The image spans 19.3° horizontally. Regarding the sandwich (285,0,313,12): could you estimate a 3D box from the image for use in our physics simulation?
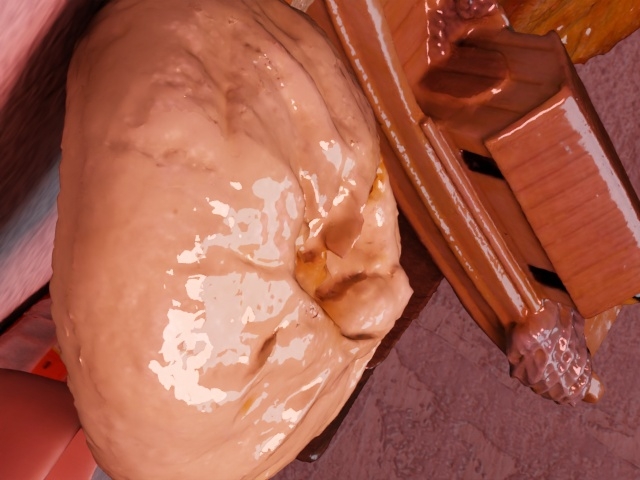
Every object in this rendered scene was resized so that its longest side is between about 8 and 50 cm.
[{"bbox_3d":[-0.014,-0.143,0.957,0.093,0.035,0.105,-56,177,27],"label":"sandwich"}]

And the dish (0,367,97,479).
[{"bbox_3d":[-0.179,0.135,0.770,0.213,0.090,0.213,-58,176,-6],"label":"dish"}]

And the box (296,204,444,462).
[{"bbox_3d":[0.001,-0.002,1.359,0.273,0.184,0.143,-54,176,-42],"label":"box"}]

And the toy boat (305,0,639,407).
[{"bbox_3d":[0.110,-0.054,1.172,0.136,0.162,0.445,-54,133,-20],"label":"toy boat"}]

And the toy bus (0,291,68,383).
[{"bbox_3d":[-0.134,0.075,0.967,0.079,0.077,0.174,-57,177,24],"label":"toy bus"}]

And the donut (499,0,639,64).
[{"bbox_3d":[0.261,-0.318,1.765,0.377,0.163,0.435,-38,166,12],"label":"donut"}]

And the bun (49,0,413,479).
[{"bbox_3d":[-0.027,-0.002,0.731,0.222,0.127,0.222,1,90,-87],"label":"bun"}]
